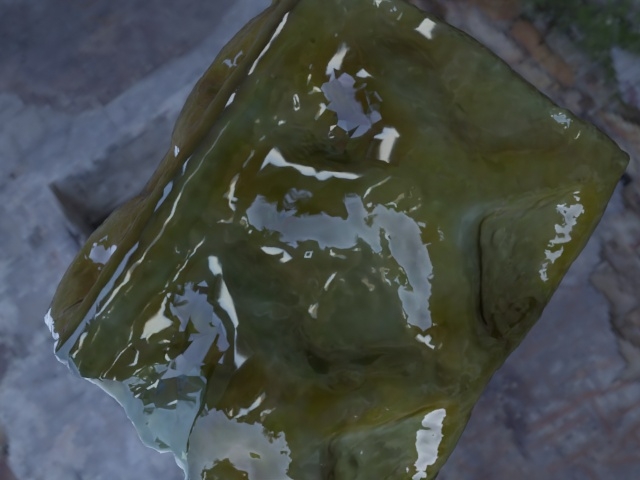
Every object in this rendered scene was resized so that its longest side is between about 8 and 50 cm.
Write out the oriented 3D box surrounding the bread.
[{"bbox_3d":[0.005,0.004,0.591,0.196,0.252,0.238,39,180,-15],"label":"bread"}]
